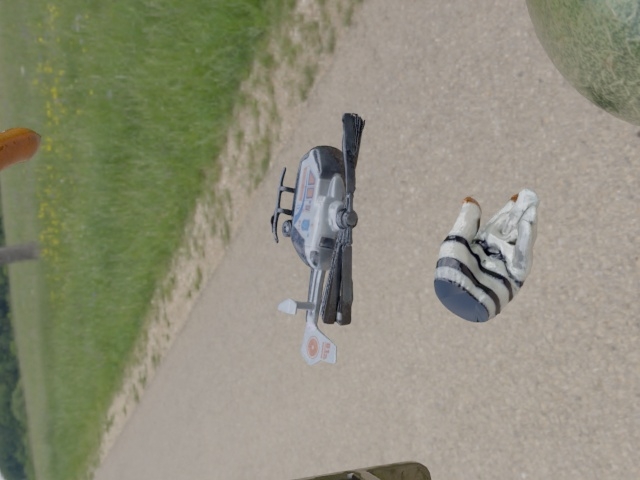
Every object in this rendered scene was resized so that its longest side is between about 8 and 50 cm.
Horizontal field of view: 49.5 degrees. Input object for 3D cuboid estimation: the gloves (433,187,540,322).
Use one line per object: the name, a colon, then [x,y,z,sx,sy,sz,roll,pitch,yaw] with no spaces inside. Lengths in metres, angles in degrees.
gloves: [0.277,0.017,1.110,0.140,0.218,0.131,17,142,41]

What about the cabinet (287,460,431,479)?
cabinet: [-0.023,0.172,0.241,0.175,0.215,0.148,150,115,-74]

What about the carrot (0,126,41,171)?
carrot: [-0.522,-0.109,1.051,0.066,0.271,0.062,-24,109,35]

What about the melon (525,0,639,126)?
melon: [0.227,-0.180,0.371,0.249,0.329,0.248,0,90,25]

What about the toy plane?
toy plane: [-0.001,0.001,0.557,0.078,0.054,0.196,-2,79,57]
